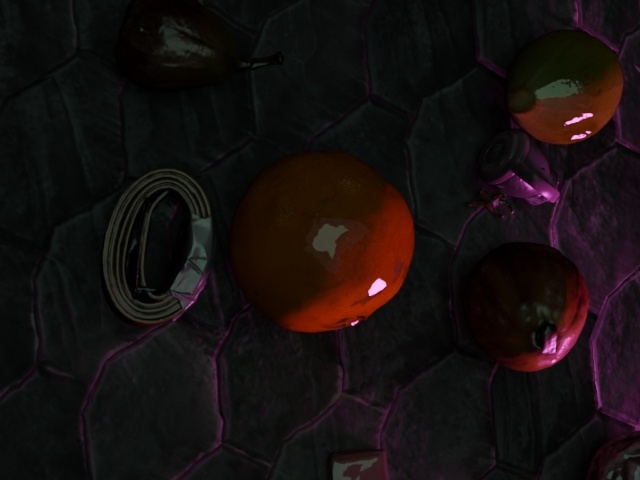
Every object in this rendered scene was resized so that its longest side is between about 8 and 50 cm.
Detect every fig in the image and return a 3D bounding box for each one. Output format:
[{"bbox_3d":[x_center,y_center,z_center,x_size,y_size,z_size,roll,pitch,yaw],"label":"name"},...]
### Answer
[{"bbox_3d":[0.366,0.119,1.801,0.224,0.224,0.263,44,44,-10],"label":"fig"},{"bbox_3d":[0.435,-0.269,1.850,0.207,0.207,0.230,47,68,-10],"label":"fig"},{"bbox_3d":[-0.196,-0.318,1.674,0.274,0.145,0.170,11,84,-2],"label":"fig"}]

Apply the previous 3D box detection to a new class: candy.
[{"bbox_3d":[0.602,0.499,1.882,0.214,0.157,0.290,-1,94,-4],"label":"candy"}]

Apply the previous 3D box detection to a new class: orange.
[{"bbox_3d":[0.000,0.000,1.646,0.312,0.312,0.312,1,86,-18],"label":"orange"}]

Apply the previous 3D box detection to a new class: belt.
[{"bbox_3d":[-0.266,0.012,1.663,0.184,0.105,0.262,9,81,-15],"label":"belt"}]

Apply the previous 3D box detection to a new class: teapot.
[{"bbox_3d":[0.382,-0.130,1.862,0.146,0.148,0.116,33,72,-26],"label":"teapot"}]

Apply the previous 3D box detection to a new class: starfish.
[{"bbox_3d":[0.314,-0.072,1.874,0.091,0.078,0.028,44,41,-43],"label":"starfish"}]

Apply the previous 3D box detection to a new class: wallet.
[{"bbox_3d":[0.068,0.447,1.775,0.118,0.039,0.153,0,83,-20],"label":"wallet"}]
